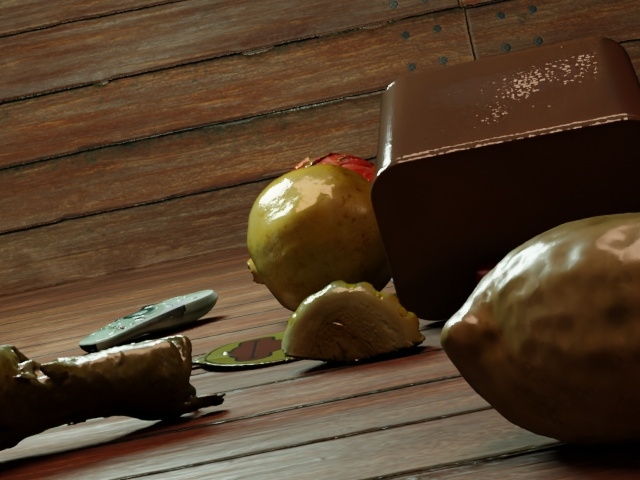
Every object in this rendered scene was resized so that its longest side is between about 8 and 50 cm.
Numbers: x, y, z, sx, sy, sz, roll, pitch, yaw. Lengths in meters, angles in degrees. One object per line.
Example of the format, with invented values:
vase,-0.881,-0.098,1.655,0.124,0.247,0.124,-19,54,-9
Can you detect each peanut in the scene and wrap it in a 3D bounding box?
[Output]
peanut,0.262,0.049,0.955,0.387,0.170,0.192,-9,-1,31

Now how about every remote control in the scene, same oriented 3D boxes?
remote control,-0.262,0.126,2.170,0.256,0.045,0.097,-19,7,-41

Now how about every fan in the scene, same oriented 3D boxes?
fan,-0.086,0.139,1.753,0.335,0.011,0.229,-10,4,1

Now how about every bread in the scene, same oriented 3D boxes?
bread,0.029,0.091,1.566,0.157,0.094,0.083,-19,7,14

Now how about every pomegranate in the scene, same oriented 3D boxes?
pomegranate,0.007,-0.002,2.004,0.233,0.233,0.233,-11,4,1

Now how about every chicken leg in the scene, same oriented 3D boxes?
chicken leg,-0.309,0.150,1.382,0.429,0.153,0.201,-5,-6,-16

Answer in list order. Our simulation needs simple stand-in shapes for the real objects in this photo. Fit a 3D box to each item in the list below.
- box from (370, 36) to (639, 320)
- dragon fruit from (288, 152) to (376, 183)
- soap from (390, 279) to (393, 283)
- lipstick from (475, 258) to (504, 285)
box,0.244,-0.082,1.725,0.339,0.239,0.229,-10,35,10
dragon fruit,0.027,-0.039,2.377,0.252,0.241,0.241,8,13,27
soap,0.314,-0.048,2.163,0.446,0.156,0.261,-13,4,-13
lipstick,0.320,0.036,1.614,0.279,0.073,0.073,-10,4,15
